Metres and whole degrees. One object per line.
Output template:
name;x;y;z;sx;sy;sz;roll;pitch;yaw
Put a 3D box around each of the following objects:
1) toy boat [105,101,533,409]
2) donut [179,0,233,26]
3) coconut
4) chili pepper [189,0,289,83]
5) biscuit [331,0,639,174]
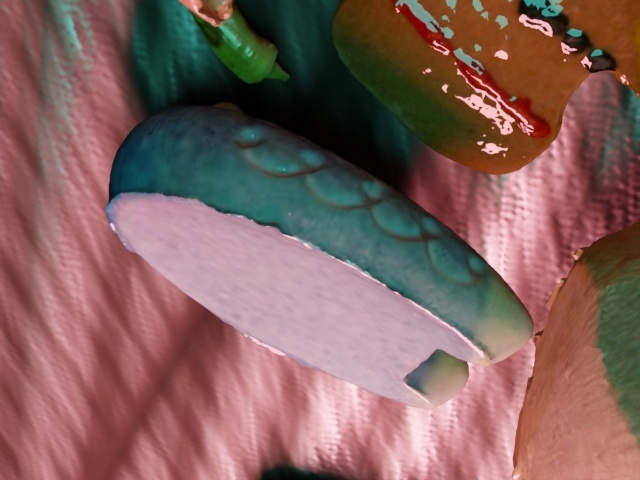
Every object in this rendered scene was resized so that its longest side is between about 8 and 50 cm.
toy boat;0.000;0.000;0.897;0.330;0.123;0.215;27;154;-2
donut;-0.028;-0.247;0.728;0.233;0.085;0.199;-18;109;16
coconut;0.307;0.131;0.801;0.360;0.346;0.346;-16;120;10
chili pepper;-0.079;-0.193;0.829;0.049;0.043;0.208;-5;124;27
biscuit;0.173;-0.137;0.819;0.277;0.052;0.262;-32;113;27
